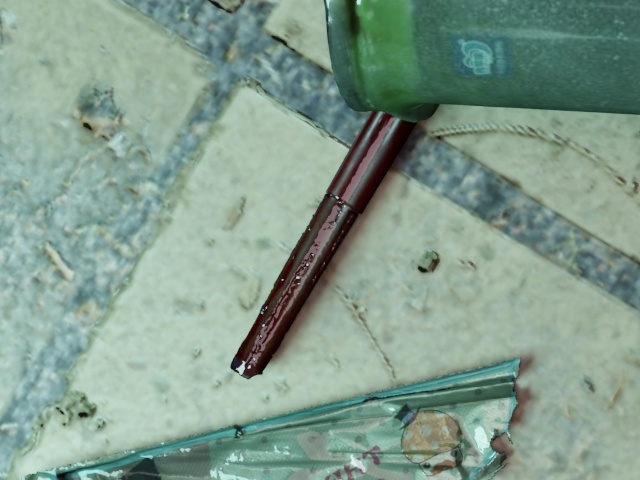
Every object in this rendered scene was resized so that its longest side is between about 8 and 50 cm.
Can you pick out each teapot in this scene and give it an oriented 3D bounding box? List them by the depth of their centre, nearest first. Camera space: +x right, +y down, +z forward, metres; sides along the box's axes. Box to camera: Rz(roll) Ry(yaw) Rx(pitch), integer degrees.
[{"bbox_3d":[0.153,-0.166,0.710,0.337,0.200,0.270,4,132,12],"label":"teapot"}]

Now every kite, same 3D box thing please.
[{"bbox_3d":[-0.013,0.227,0.837,0.368,0.014,0.406,29,92,10],"label":"kite"}]

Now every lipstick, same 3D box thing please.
[{"bbox_3d":[0.000,0.000,0.837,0.027,0.027,0.176,31,94,10],"label":"lipstick"}]
